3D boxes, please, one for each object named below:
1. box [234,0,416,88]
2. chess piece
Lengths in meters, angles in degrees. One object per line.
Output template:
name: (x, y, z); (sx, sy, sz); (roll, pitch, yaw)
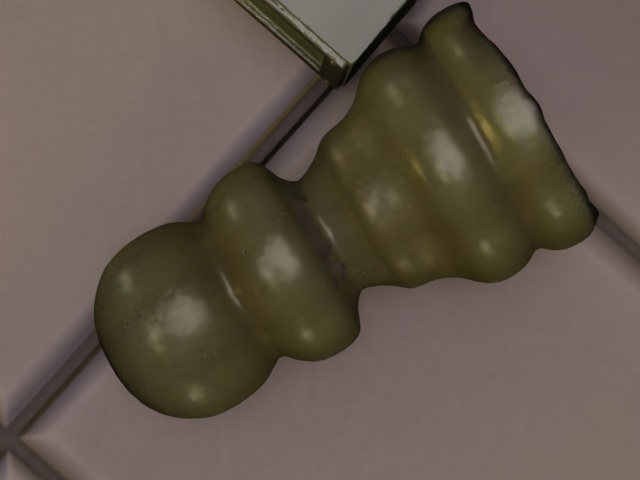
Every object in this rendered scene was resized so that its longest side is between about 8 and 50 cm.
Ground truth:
box: (-0.043, -0.211, 1.130); (0.225, 0.129, 0.086); (41, 89, 0)
chess piece: (0.000, 0.000, 1.116); (0.330, 0.182, 0.182); (-31, 90, 3)
